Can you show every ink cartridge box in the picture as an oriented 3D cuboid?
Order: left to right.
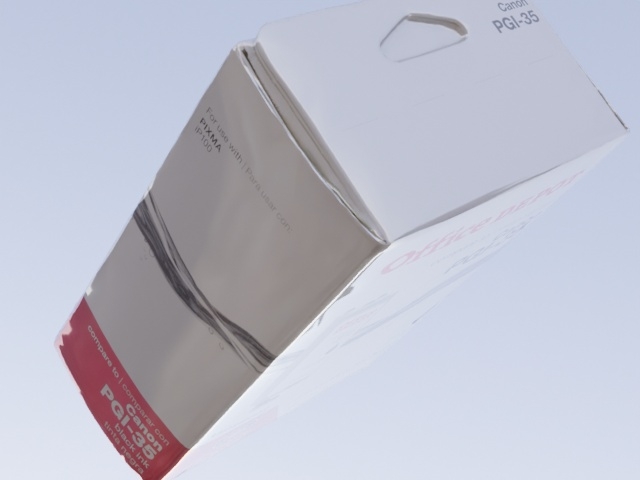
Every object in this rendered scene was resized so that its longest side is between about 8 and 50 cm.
[{"bbox_3d":[0.000,0.000,0.621,0.117,0.207,0.283,55,-42,13],"label":"ink cartridge box"}]
